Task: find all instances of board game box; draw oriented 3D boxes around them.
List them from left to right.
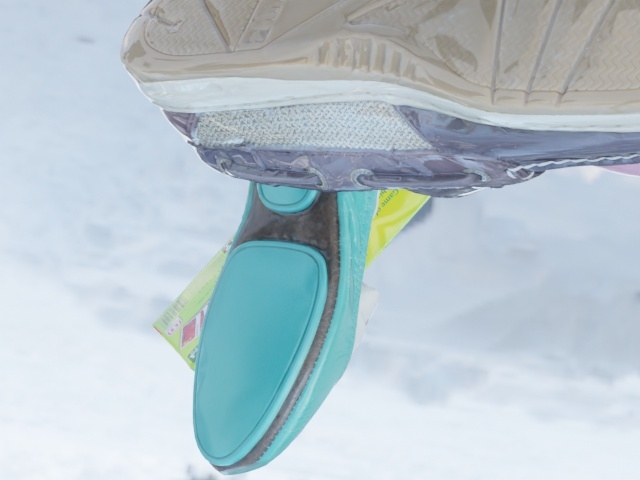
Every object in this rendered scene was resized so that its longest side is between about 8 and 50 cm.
[{"bbox_3d":[-0.014,0.007,1.073,0.043,0.181,0.092,43,176,-23],"label":"board game box"}]

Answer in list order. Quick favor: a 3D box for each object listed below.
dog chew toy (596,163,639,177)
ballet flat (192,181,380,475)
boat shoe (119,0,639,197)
[{"bbox_3d":[0.268,-0.185,1.190,0.206,0.332,0.206,40,152,26],"label":"dog chew toy"},{"bbox_3d":[0.000,0.000,0.923,0.083,0.247,0.087,8,178,43],"label":"ballet flat"},{"bbox_3d":[0.054,-0.064,0.749,0.285,0.103,0.092,2,142,28],"label":"boat shoe"}]
